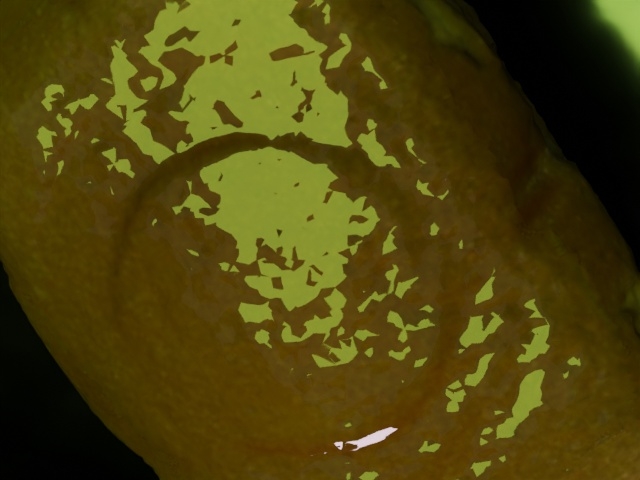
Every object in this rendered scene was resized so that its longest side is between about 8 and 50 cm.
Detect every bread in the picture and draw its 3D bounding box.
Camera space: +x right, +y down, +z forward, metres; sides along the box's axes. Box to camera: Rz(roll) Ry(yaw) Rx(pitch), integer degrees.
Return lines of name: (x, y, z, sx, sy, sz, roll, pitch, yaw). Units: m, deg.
bread: (0.000, 0.000, 0.551, 0.174, 0.121, 0.245, -27, 103, 26)
